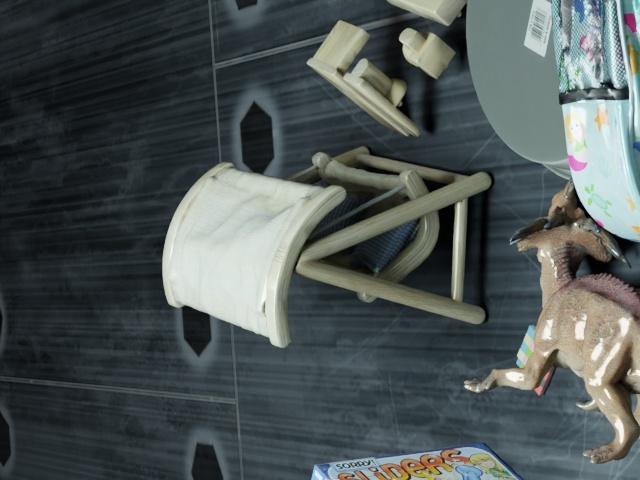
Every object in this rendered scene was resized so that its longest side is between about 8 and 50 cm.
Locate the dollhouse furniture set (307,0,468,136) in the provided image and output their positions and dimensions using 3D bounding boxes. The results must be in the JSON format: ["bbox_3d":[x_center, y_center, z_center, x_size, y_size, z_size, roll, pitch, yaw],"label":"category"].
[{"bbox_3d":[0.103,-0.196,1.909,0.151,0.123,0.144,-55,35,-3],"label":"dollhouse furniture set"}]

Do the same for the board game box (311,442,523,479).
[{"bbox_3d":[0.109,0.255,1.780,0.136,0.201,0.035,40,127,50],"label":"board game box"}]

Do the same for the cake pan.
[{"bbox_3d":[0.224,-0.197,1.672,0.293,0.054,0.293,13,104,60],"label":"cake pan"}]

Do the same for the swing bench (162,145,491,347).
[{"bbox_3d":[0.000,0.000,1.884,0.253,0.254,0.165,16,107,58],"label":"swing bench"}]

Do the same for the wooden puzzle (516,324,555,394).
[{"bbox_3d":[0.210,0.116,1.781,0.049,0.006,0.083,54,137,42],"label":"wooden puzzle"}]

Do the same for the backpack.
[{"bbox_3d":[0.299,-0.118,1.386,0.191,0.225,0.253,-161,66,-63],"label":"backpack"}]

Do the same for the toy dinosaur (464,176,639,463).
[{"bbox_3d":[0.249,0.070,1.603,0.295,0.127,0.200,31,113,48],"label":"toy dinosaur"}]
